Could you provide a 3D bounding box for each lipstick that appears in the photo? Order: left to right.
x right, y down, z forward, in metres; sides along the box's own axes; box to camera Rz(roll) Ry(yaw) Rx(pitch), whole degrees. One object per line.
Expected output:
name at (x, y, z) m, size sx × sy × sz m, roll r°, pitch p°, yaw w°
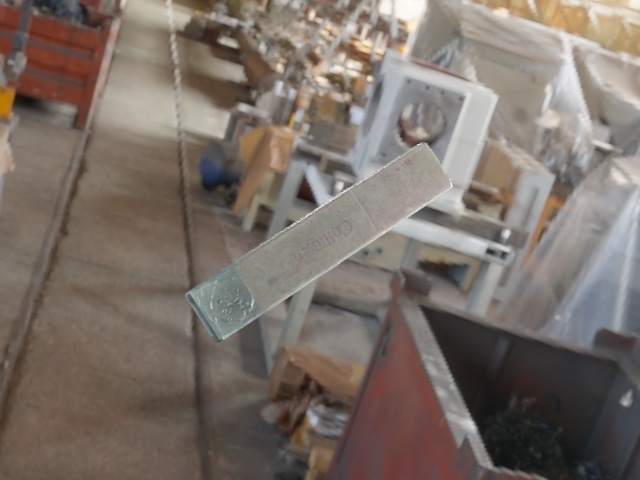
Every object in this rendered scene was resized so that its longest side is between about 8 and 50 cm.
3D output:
lipstick at (0.000, 0.000, 1.160) m, size 0.066 × 0.317 × 0.068 m, roll 57°, pitch -13°, yaw -2°
